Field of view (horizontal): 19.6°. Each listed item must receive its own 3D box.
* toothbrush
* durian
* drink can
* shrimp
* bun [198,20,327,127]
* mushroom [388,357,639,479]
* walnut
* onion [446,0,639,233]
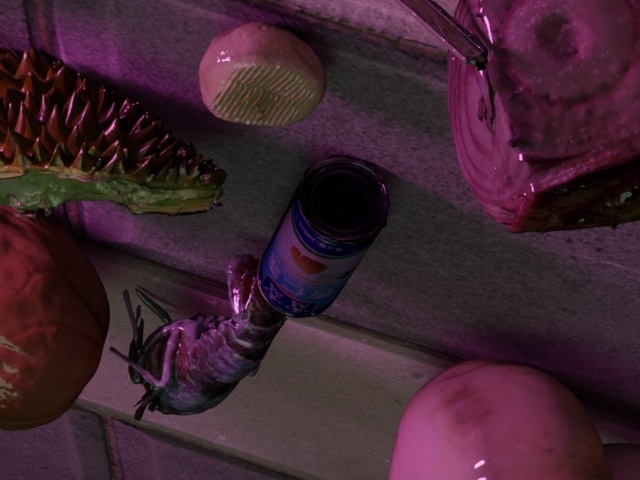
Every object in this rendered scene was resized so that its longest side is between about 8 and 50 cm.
[{"bbox_3d":[0.040,-0.196,1.321,0.294,0.026,0.028,52,155,42],"label":"toothbrush"},{"bbox_3d":[-0.274,-0.070,1.818,0.394,0.163,0.198,4,131,20],"label":"durian"},{"bbox_3d":[0.000,0.000,1.893,0.097,0.097,0.235,22,155,-4],"label":"drink can"},{"bbox_3d":[-0.142,0.123,2.203,0.221,0.166,0.410,0,171,-26],"label":"shrimp"},{"bbox_3d":[-0.051,-0.151,1.639,0.115,0.069,0.115,-1,147,-1],"label":"bun"},{"bbox_3d":[0.233,0.321,2.119,0.353,0.325,0.353,13,148,9],"label":"mushroom"},{"bbox_3d":[-0.402,0.079,2.179,0.313,0.252,0.277,29,166,-11],"label":"walnut"},{"bbox_3d":[0.212,-0.121,1.318,0.256,0.272,0.230,7,165,14],"label":"onion"}]
